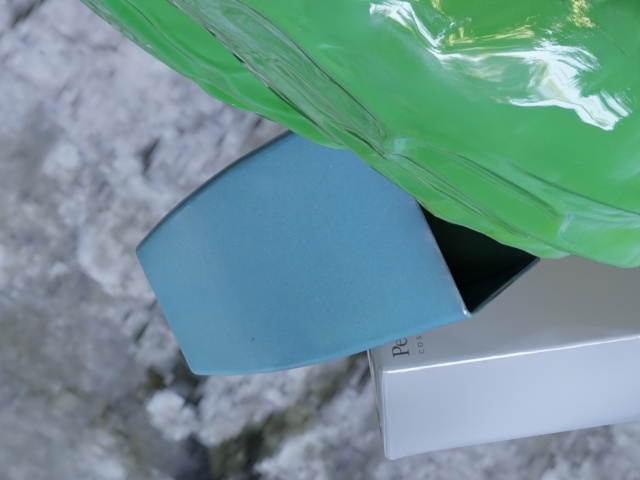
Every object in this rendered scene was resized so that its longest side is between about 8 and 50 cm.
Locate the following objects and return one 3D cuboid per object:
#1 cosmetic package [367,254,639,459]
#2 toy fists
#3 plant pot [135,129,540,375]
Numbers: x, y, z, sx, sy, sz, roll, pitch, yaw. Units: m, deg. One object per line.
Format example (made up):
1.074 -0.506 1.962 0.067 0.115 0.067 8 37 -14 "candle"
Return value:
0.217 0.046 1.451 0.155 0.366 0.197 86 -5 -55 "cosmetic package"
0.004 -0.075 0.446 0.096 0.142 0.279 -54 -148 -4 "toy fists"
0.000 0.000 1.222 0.234 0.165 0.166 -24 -178 27 "plant pot"
